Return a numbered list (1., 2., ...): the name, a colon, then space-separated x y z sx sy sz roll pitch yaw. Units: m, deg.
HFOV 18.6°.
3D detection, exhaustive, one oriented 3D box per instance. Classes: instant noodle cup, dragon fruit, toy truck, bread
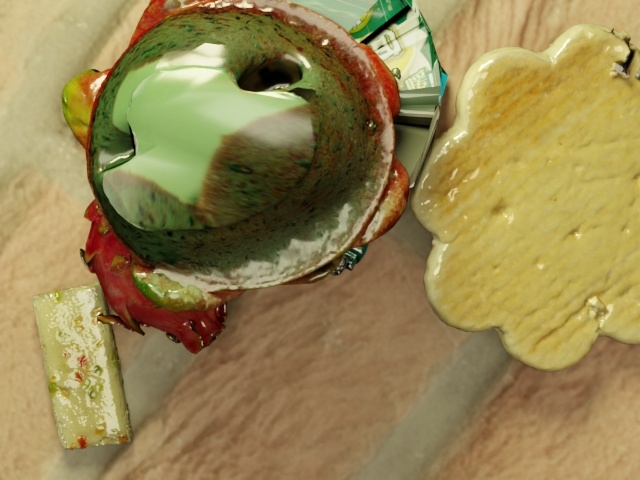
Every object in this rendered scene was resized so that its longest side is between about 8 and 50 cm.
1. instant noodle cup: -0.002 -0.126 1.702 0.240 0.178 0.240 0 94 6
2. dragon fruit: -0.139 0.020 1.757 0.166 0.133 0.136 53 138 0
3. dragon fruit: -0.073 -0.079 1.564 0.295 0.130 0.268 9 99 5
4. toy truck: 0.000 0.000 1.785 0.083 0.039 0.044 28 79 0
5. bread: -0.222 0.117 1.815 0.068 0.028 0.154 -10 92 7
6. bread: 0.221 -0.036 1.718 0.316 0.054 0.316 -5 107 -16
